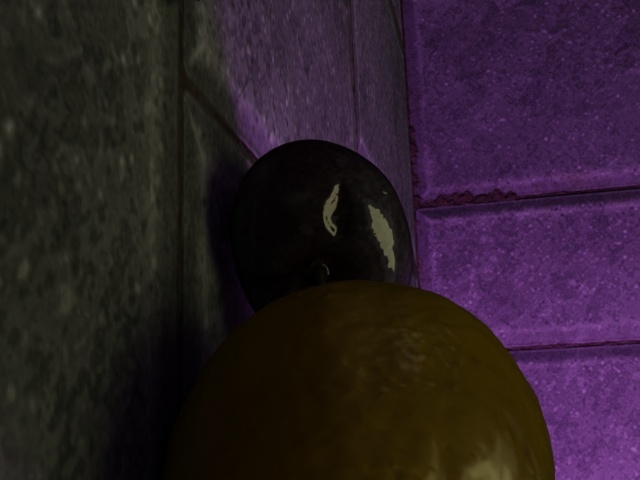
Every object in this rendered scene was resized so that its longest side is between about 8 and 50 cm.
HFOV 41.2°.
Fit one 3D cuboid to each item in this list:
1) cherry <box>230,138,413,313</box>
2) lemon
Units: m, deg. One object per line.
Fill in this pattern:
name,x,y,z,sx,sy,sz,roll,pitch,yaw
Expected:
cherry,0.001,0.003,0.679,0.176,0.139,0.176,-19,90,-85
lemon,0.022,0.140,0.500,0.263,0.235,0.236,1,85,-72
